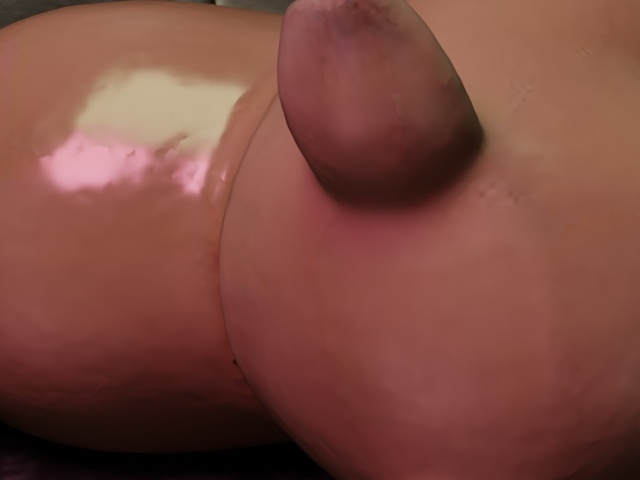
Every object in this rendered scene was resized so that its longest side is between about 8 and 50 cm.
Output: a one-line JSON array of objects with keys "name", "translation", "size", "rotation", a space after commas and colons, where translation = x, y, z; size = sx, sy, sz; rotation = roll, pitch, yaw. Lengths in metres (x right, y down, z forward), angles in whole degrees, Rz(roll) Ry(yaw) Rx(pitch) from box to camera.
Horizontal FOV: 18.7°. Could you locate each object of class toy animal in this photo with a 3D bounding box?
[{"name": "toy animal", "translation": [0.000, 0.000, 0.690], "size": [0.326, 0.237, 0.269], "rotation": [-3, 19, 3]}]
